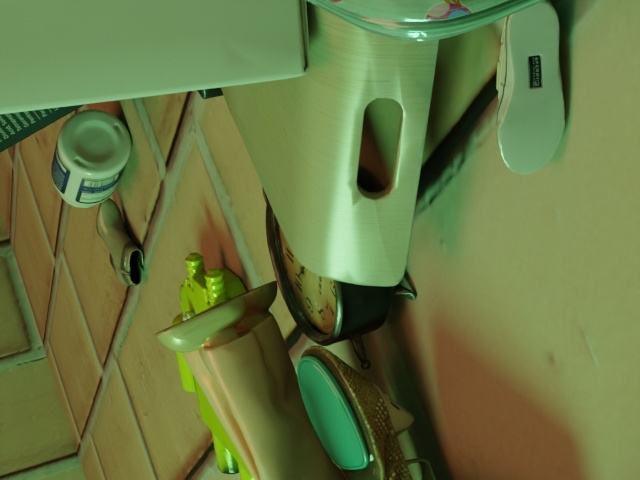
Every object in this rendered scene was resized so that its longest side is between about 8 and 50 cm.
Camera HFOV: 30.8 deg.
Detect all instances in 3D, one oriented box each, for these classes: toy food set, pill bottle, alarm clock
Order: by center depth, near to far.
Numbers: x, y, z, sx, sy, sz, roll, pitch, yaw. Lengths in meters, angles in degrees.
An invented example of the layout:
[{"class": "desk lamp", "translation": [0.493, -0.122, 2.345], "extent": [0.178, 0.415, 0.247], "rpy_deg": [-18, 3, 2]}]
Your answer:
[{"class": "toy food set", "translation": [-0.002, -0.147, 0.792], "extent": [0.306, 0.092, 0.220], "rpy_deg": [-115, 22, -45]}, {"class": "alarm clock", "translation": [0.000, 0.000, 0.893], "extent": [0.192, 0.064, 0.129], "rpy_deg": [47, 146, 45]}, {"class": "pill bottle", "translation": [-0.310, -0.102, 1.553], "extent": [0.094, 0.094, 0.169], "rpy_deg": [70, 158, 11]}]

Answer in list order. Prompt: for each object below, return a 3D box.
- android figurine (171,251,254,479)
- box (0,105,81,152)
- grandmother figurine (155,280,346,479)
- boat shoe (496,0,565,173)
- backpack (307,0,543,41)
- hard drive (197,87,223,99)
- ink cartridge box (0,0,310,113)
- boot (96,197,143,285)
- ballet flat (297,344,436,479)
[{"class": "android figurine", "translation": [-0.101, 0.146, 1.261], "extent": [0.248, 0.056, 0.273], "rpy_deg": [35, 137, 59]}, {"class": "box", "translation": [-0.435, -0.253, 1.291], "extent": [0.293, 0.395, 0.212], "rpy_deg": [59, 179, 33]}, {"class": "grandmother figurine", "translation": [-0.011, 0.207, 0.934], "extent": [0.104, 0.208, 0.342], "rpy_deg": [-23, 90, 32]}, {"class": "boat shoe", "translation": [0.109, -0.085, 0.615], "extent": [0.035, 0.035, 0.100], "rpy_deg": [-87, -8, -60]}, {"class": "backpack", "translation": [0.053, -0.171, 0.507], "extent": [0.188, 0.166, 0.144], "rpy_deg": [42, 151, 60]}, {"class": "hard drive", "translation": [-0.141, -0.311, 1.034], "extent": [0.339, 0.064, 0.237], "rpy_deg": [52, 149, 43]}, {"class": "ink cartridge box", "translation": [-0.143, -0.160, 0.731], "extent": [0.278, 0.201, 0.117], "rpy_deg": [-143, 46, -68]}, {"class": "boot", "translation": [-0.275, 0.005, 1.625], "extent": [0.087, 0.042, 0.118], "rpy_deg": [26, 129, 55]}, {"class": "ballet flat", "translation": [0.046, 0.166, 0.877], "extent": [0.073, 0.067, 0.206], "rpy_deg": [-10, 102, 59]}]
